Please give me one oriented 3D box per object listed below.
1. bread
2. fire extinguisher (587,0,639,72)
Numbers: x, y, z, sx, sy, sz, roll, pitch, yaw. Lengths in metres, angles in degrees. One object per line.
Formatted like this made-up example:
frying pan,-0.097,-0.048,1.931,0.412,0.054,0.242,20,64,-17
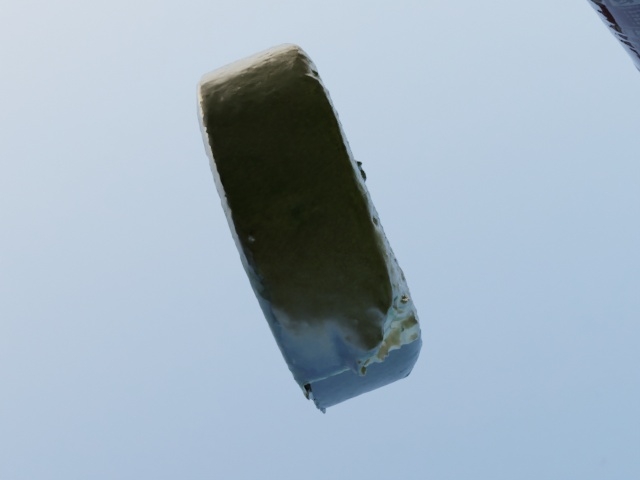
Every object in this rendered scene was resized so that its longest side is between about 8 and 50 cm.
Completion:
bread,0.000,0.000,1.295,0.129,0.366,0.382,-20,-146,1
fire extinguisher,0.154,-0.181,0.661,0.138,0.344,0.102,20,-105,47
